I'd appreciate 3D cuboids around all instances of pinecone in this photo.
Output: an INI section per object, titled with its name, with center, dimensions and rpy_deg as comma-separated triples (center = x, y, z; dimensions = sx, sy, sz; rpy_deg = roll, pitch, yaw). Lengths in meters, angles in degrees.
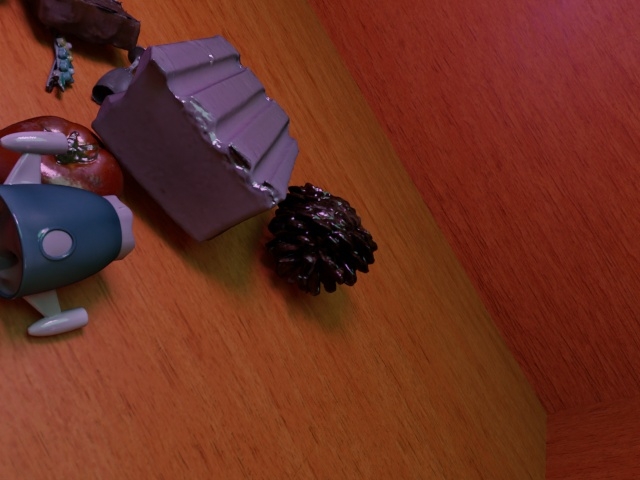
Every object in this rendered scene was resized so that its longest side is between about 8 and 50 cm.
[pinecone]
center = -0.004, 0.006, 1.058
dimensions = 0.298, 0.242, 0.296
rpy_deg = 34, 37, -1

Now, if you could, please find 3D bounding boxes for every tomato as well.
[tomato]
center = -0.452, -0.133, 0.714
dimensions = 0.225, 0.085, 0.225
rpy_deg = 30, 44, -34

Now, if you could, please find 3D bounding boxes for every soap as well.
[soap]
center = -0.236, -0.248, 0.920
dimensions = 0.350, 0.213, 0.435
rpy_deg = 47, 25, -21

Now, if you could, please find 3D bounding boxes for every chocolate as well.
[chocolate]
center = -0.516, -0.490, 0.881
dimensions = 0.148, 0.093, 0.214
rpy_deg = 44, 29, 28

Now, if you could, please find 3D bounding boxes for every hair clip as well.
[hair clip]
center = -0.529, -0.365, 0.841
dimensions = 0.049, 0.049, 0.172
rpy_deg = 17, 50, -47

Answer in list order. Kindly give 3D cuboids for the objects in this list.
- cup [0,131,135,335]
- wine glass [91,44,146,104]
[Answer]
[cup]
center = -0.388, -0.009, 0.616
dimensions = 0.173, 0.168, 0.299
rpy_deg = -16, 109, -55
[wine glass]
center = -0.448, -0.375, 0.932
dimensions = 0.066, 0.066, 0.198
rpy_deg = 39, 37, -29
